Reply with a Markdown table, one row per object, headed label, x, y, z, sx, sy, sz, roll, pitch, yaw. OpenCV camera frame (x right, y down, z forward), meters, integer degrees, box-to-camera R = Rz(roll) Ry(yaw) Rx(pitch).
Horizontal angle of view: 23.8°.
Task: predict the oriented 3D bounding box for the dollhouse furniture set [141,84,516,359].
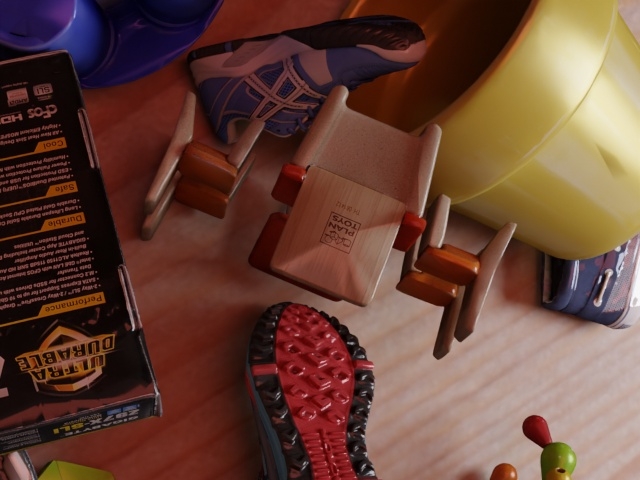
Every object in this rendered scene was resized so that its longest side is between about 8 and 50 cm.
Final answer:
| label | x | y | z | sx | sy | sz | roll | pitch | yaw |
| --- | --- | --- | --- | --- | --- | --- | --- | --- | --- |
| dollhouse furniture set | 0.000 | 0.000 | 1.096 | 0.262 | 0.259 | 0.135 | 22 | 73 | -3 |

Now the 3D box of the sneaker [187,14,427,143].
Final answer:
| label | x | y | z | sx | sy | sz | roll | pitch | yaw |
| --- | --- | --- | --- | --- | --- | --- | --- | --- | --- |
| sneaker | -0.006 | -0.126 | 1.173 | 0.080 | 0.211 | 0.081 | -19 | 101 | -51 |

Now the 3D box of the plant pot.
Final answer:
| label | x | y | z | sx | sy | sz | roll | pitch | yaw |
| --- | --- | --- | --- | --- | --- | --- | --- | --- | --- |
| plant pot | 0.160 | -0.110 | 1.219 | 0.239 | 0.254 | 0.254 | 37 | 68 | -31 |

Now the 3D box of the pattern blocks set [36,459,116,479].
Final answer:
| label | x | y | z | sx | sy | sz | roll | pitch | yaw |
| --- | --- | --- | --- | --- | --- | --- | --- | --- | --- |
| pattern blocks set | -0.203 | 0.302 | 1.091 | 0.325 | 0.026 | 0.285 | 22 | 73 | -18 |

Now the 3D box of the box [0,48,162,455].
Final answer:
| label | x | y | z | sx | sy | sz | roll | pitch | yaw |
| --- | --- | --- | --- | --- | --- | --- | --- | --- | --- |
| box | -0.291 | 0.029 | 1.005 | 0.322 | 0.079 | 0.257 | -14 | 74 | -11 |

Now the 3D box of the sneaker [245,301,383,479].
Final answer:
| label | x | y | z | sx | sy | sz | roll | pitch | yaw |
| --- | --- | --- | --- | --- | --- | --- | --- | --- | --- |
| sneaker | -0.022 | 0.170 | 1.153 | 0.104 | 0.125 | 0.262 | 11 | 50 | -25 |

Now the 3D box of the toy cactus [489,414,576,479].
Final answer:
| label | x | y | z | sx | sy | sz | roll | pitch | yaw |
| --- | --- | --- | --- | --- | --- | --- | --- | --- | --- |
| toy cactus | 0.143 | 0.252 | 1.184 | 0.219 | 0.112 | 0.180 | -39 | 59 | -16 |

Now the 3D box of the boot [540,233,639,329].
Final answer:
| label | x | y | z | sx | sy | sz | roll | pitch | yaw |
| --- | --- | --- | --- | --- | --- | --- | --- | --- | --- |
| boot | 0.245 | -0.023 | 1.320 | 0.086 | 0.069 | 0.190 | 14 | 77 | -24 |

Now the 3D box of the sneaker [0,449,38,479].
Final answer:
| label | x | y | z | sx | sy | sz | roll | pitch | yaw |
| --- | --- | --- | --- | --- | --- | --- | --- | --- | --- |
| sneaker | -0.296 | 0.125 | 1.055 | 0.132 | 0.086 | 0.229 | -30 | 78 | -19 |

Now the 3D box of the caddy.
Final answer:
| label | x | y | z | sx | sy | sz | roll | pitch | yaw |
| --- | --- | --- | --- | --- | --- | --- | --- | --- | --- |
| caddy | -0.204 | -0.279 | 1.119 | 0.241 | 0.179 | 0.341 | -27 | 92 | -1 |
